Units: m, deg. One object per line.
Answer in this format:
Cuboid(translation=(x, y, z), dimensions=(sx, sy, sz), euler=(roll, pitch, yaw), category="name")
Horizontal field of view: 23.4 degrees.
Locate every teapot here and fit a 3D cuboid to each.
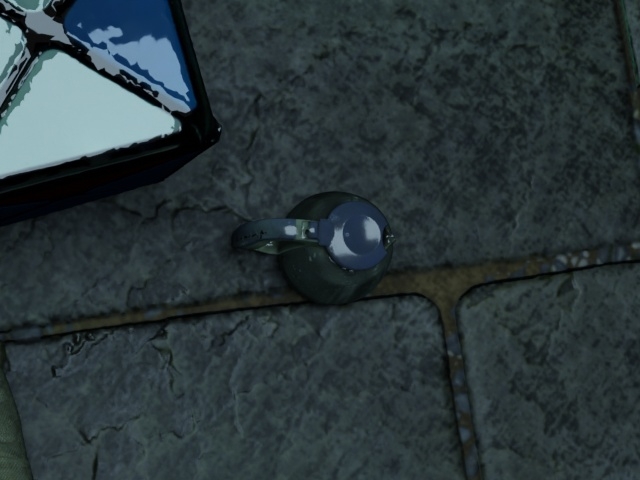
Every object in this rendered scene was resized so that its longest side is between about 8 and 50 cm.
Cuboid(translation=(0.007, -0.008, 1.482), dimensions=(0.149, 0.108, 0.111), euler=(33, 72, -9), category="teapot")

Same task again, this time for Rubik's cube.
Cuboid(translation=(-0.254, -0.154, 1.358), dimensions=(0.246, 0.248, 0.250), euler=(-16, 86, -19), category="Rubik's cube")

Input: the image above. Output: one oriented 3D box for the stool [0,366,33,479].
Cuboid(translation=(-0.370, 0.255, 1.254), dimensions=(0.310, 0.226, 0.310), euler=(-14, 93, -18), category="stool")
